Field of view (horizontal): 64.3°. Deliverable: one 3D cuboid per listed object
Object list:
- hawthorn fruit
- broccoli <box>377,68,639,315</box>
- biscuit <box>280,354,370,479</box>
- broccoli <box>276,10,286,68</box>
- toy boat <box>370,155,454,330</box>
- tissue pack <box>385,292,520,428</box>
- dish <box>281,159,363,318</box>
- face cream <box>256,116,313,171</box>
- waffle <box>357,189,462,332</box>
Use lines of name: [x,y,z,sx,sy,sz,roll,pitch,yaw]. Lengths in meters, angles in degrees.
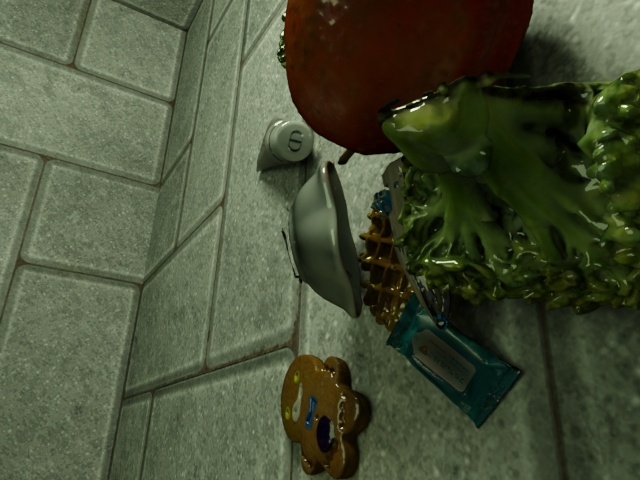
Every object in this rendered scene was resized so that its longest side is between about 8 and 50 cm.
hawthorn fruit: [0.082,-0.220,0.616,0.287,0.287,0.330,-104,27,-43]
broccoli: [0.163,-0.020,0.404,0.243,0.273,0.180,-16,85,41]
biscuit: [-0.006,0.260,0.780,0.236,0.039,0.179,9,86,64]
broccoli: [-0.016,-0.417,1.035,0.162,0.138,0.145,-12,65,18]
toy boat: [0.110,-0.003,0.559,0.084,0.066,0.210,-39,52,49]
tissue pack: [0.139,0.125,0.552,0.138,0.028,0.085,42,124,34]
dish: [0.000,0.000,0.707,0.229,0.081,0.229,-11,-90,-82]
face cream: [-0.091,-0.216,1.133,0.314,0.089,0.143,-151,78,-73]
waffle: [0.123,0.002,0.650,0.231,0.051,0.228,-50,37,40]
